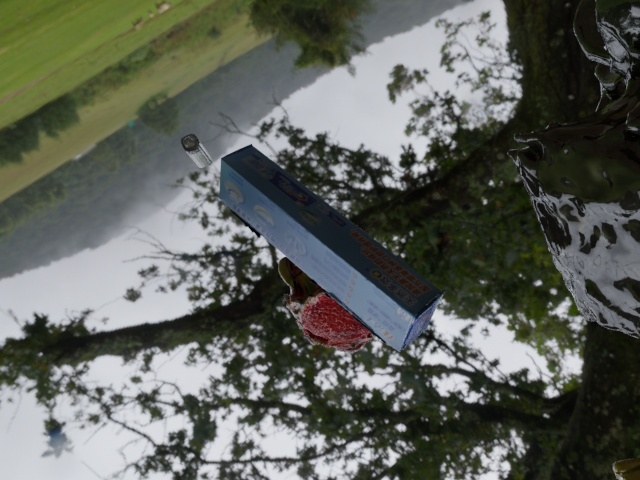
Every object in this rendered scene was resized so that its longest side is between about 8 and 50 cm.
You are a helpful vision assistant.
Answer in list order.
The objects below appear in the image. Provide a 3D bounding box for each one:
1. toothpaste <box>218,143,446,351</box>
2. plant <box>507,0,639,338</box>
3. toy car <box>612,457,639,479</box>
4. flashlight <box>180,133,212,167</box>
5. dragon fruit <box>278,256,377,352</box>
[{"bbox_3d":[0.000,0.000,0.581,0.272,0.066,0.053,39,-131,24],"label":"toothpaste"},{"bbox_3d":[0.265,-0.072,0.422,0.189,0.275,0.199,-19,-160,-25],"label":"plant"},{"bbox_3d":[0.404,0.230,0.524,0.248,0.200,0.142,-26,-125,14],"label":"toy car"},{"bbox_3d":[-0.137,-0.099,0.626,0.018,0.018,0.083,-26,177,-4],"label":"flashlight"},{"bbox_3d":[0.012,0.048,0.733,0.133,0.207,0.150,-22,175,1],"label":"dragon fruit"}]
